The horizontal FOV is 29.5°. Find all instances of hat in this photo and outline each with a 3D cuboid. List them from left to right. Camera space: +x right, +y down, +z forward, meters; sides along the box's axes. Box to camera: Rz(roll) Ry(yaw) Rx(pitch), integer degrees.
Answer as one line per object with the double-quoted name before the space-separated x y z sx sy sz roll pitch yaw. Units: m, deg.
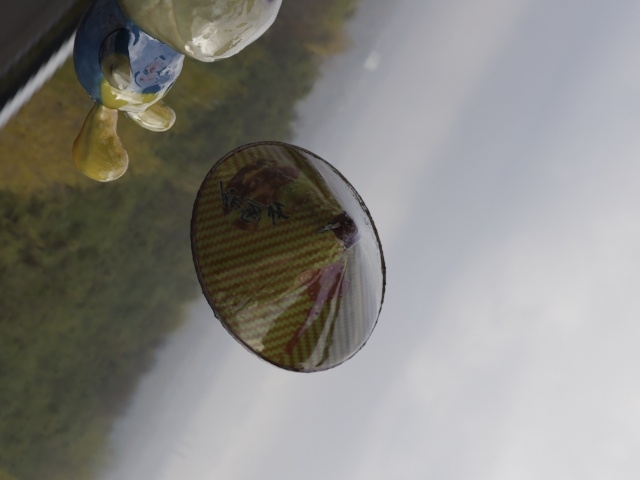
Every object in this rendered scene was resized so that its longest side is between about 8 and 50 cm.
"hat" 0.000 0.000 0.938 0.082 0.193 0.193 -27 -154 47

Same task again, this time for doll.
"doll" -0.066 -0.104 0.549 0.102 0.089 0.179 -53 168 -44
